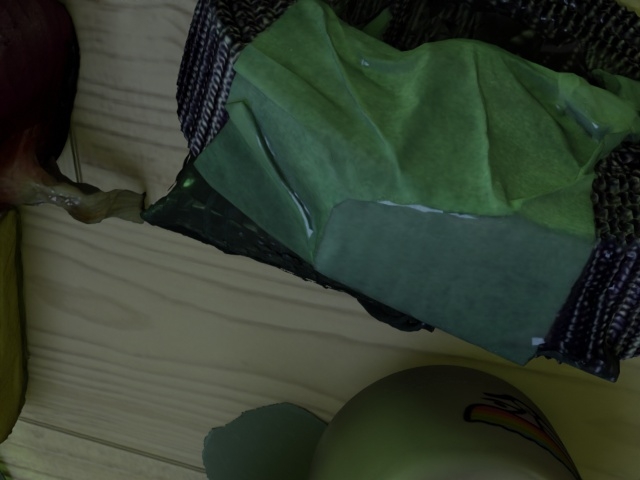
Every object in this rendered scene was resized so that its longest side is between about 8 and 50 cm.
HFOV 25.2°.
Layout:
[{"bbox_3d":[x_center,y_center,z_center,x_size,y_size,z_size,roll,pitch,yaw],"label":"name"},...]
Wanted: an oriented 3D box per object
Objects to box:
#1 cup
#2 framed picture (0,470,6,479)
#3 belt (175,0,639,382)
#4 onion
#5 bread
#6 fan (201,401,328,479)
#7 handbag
[{"bbox_3d":[0.113,0.211,0.939,0.253,0.200,0.191,32,95,-5],"label":"cup"},{"bbox_3d":[-0.446,0.221,1.327,0.273,0.016,0.216,-23,117,3],"label":"framed picture"},{"bbox_3d":[0.080,-0.066,0.783,0.325,0.260,0.122,24,130,3],"label":"belt"},{"bbox_3d":[-0.311,-0.087,1.011,0.272,0.230,0.256,6,121,23],"label":"onion"},{"bbox_3d":[-0.297,0.064,1.195,0.094,0.102,0.245,16,127,13],"label":"bread"},{"bbox_3d":[0.023,0.265,1.189,0.182,0.010,0.310,-33,96,40],"label":"fan"},{"bbox_3d":[0.000,0.000,0.912,0.175,0.270,0.089,31,90,14],"label":"handbag"}]
